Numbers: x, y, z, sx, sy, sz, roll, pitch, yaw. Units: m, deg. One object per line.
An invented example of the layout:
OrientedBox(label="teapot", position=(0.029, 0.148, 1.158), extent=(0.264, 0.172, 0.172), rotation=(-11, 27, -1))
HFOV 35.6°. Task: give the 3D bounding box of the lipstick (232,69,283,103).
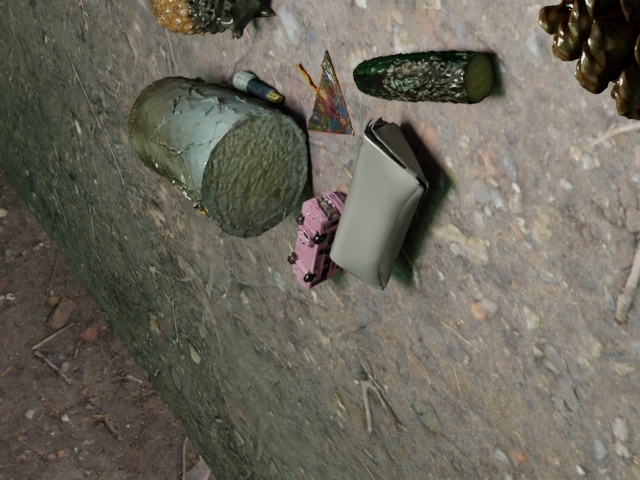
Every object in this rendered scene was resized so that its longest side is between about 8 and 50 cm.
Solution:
OrientedBox(label="lipstick", position=(-0.105, -0.260, 1.727), extent=(0.116, 0.037, 0.037), rotation=(35, 142, 39))

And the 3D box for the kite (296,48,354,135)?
OrientedBox(label="kite", position=(0.004, -0.222, 1.580), extent=(0.159, 0.010, 0.190), rotation=(52, 151, 24))

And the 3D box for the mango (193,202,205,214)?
OrientedBox(label="mango", position=(-0.215, -0.111, 2.039), extent=(0.101, 0.066, 0.187), rotation=(65, 151, 16))

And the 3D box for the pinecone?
OrientedBox(label="pinecone", position=(0.295, -0.200, 0.866), extent=(0.179, 0.184, 0.204), rotation=(48, -173, -22))

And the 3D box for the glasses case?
OrientedBox(label="glasses case", position=(0.095, -0.050, 1.486), extent=(0.128, 0.083, 0.308), rotation=(47, 150, 20))

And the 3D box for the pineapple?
OrientedBox(label="pineapple", position=(-0.185, -0.392, 1.661), extent=(0.248, 0.128, 0.128), rotation=(26, 136, 47))

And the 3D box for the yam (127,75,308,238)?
OrientedBox(label="yam", position=(-0.184, -0.158, 1.740), extent=(0.348, 0.241, 0.241), rotation=(34, 141, 49))

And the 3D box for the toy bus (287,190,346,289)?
OrientedBox(label="toy bus", position=(0.000, 0.000, 1.701), extent=(0.063, 0.090, 0.203), rotation=(50, 152, 26))

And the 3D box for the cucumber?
OrientedBox(label="cucumber", position=(0.116, -0.215, 1.314), extent=(0.293, 0.067, 0.067), rotation=(15, 127, 58))
